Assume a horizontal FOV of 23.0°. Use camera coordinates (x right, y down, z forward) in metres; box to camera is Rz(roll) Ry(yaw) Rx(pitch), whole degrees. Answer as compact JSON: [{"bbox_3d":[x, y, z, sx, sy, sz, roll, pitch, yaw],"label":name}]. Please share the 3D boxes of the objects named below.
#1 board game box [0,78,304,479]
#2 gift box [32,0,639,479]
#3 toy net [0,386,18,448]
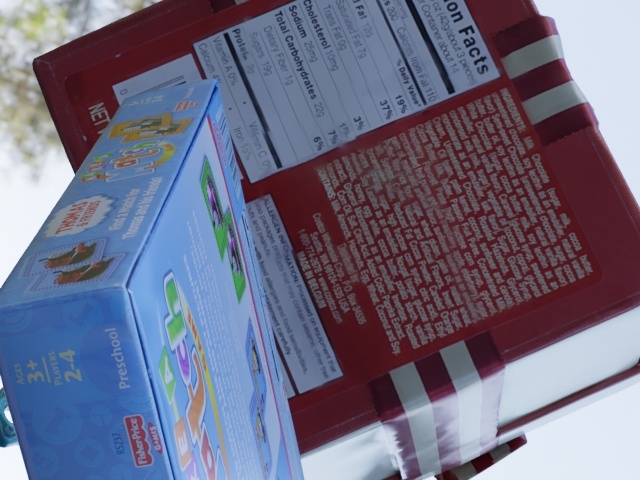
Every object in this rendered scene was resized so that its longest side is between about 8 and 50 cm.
[{"bbox_3d":[-0.039,0.054,0.462,0.211,0.039,0.160,-87,166,-72],"label":"board game box"},{"bbox_3d":[0.000,0.000,0.794,0.258,0.276,0.255,66,5,-73],"label":"gift box"},{"bbox_3d":[-0.186,0.108,0.968,0.045,0.122,0.232,-48,174,37],"label":"toy net"}]
